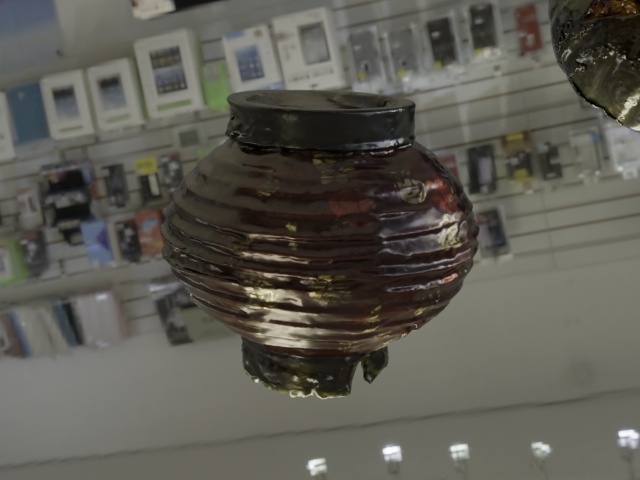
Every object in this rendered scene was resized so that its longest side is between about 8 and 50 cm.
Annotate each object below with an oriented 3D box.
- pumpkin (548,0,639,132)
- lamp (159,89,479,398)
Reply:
[{"bbox_3d":[0.408,-0.265,1.135,0.321,0.320,0.192,-12,165,-8],"label":"pumpkin"},{"bbox_3d":[0.000,0.000,0.764,0.247,0.246,0.247,-11,-176,1],"label":"lamp"}]
